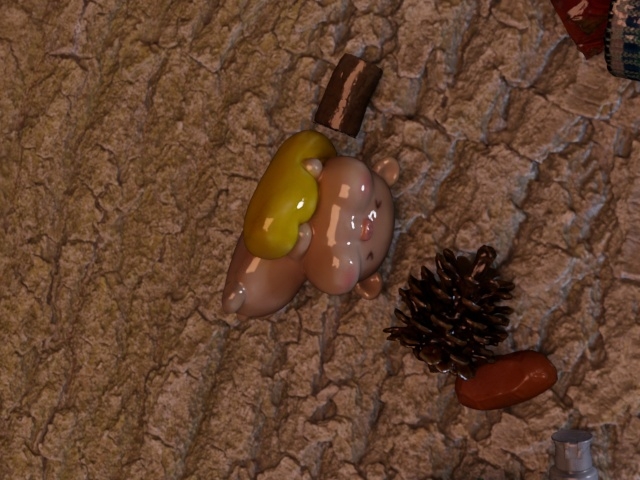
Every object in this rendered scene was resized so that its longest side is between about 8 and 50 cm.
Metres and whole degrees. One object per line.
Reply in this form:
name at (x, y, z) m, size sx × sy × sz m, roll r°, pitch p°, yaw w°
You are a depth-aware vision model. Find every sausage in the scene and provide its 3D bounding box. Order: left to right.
sausage at (0.289, 0.223, 1.958) m, size 0.179 × 0.089 × 0.089 m, roll -21°, pitch 86°, yaw 28°

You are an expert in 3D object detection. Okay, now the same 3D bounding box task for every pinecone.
pinecone at (0.211, 0.105, 1.934) m, size 0.185 × 0.168 × 0.212 m, roll 25°, pitch 83°, yaw 7°

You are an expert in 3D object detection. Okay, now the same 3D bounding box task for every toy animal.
toy animal at (-0.004, 0.006, 1.963) m, size 0.246 × 0.277 × 0.345 m, roll 24°, pitch 97°, yaw 2°

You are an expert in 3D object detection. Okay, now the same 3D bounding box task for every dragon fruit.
dragon fruit at (0.415, -0.368, 1.866) m, size 0.120 × 0.127 × 0.161 m, roll -18°, pitch 86°, yaw 27°

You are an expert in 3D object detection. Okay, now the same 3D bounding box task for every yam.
yam at (0.046, -0.237, 2.022) m, size 0.084 × 0.084 × 0.127 m, roll 25°, pitch 97°, yaw 16°

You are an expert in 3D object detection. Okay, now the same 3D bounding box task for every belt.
belt at (0.529, -0.359, 1.779) m, size 0.160 × 0.207 × 0.295 m, roll 17°, pitch 73°, yaw 27°

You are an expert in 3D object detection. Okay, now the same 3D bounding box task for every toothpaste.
toothpaste at (0.401, 0.451, 1.945) m, size 0.114 × 0.073 × 0.299 m, roll 0°, pitch 100°, yaw 20°

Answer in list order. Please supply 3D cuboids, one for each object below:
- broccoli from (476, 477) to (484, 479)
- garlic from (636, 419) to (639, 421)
broccoli at (0.249, 0.546, 1.919) m, size 0.334 × 0.324 × 0.272 m, roll -6°, pitch 48°, yaw 28°
garlic at (0.599, 0.201, 1.855) m, size 0.266 × 0.128 × 0.149 m, roll -5°, pitch 79°, yaw 30°
